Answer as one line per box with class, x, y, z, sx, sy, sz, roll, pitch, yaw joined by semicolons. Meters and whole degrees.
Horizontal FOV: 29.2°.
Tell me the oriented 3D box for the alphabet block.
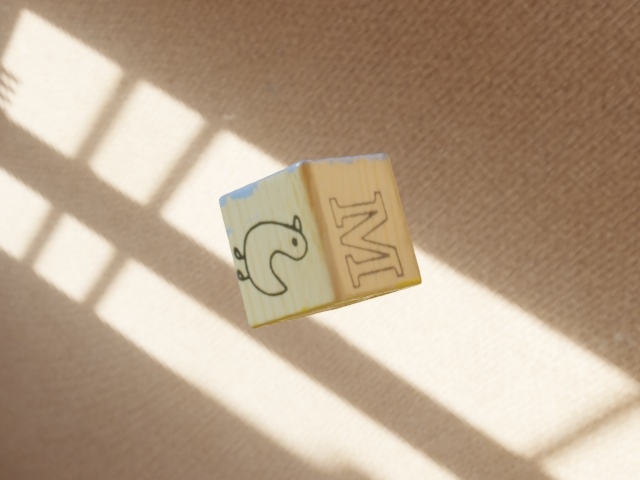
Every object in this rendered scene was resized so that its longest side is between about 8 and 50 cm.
alphabet block;0.000;0.000;1.740;0.192;0.193;0.197;-21;82;44
